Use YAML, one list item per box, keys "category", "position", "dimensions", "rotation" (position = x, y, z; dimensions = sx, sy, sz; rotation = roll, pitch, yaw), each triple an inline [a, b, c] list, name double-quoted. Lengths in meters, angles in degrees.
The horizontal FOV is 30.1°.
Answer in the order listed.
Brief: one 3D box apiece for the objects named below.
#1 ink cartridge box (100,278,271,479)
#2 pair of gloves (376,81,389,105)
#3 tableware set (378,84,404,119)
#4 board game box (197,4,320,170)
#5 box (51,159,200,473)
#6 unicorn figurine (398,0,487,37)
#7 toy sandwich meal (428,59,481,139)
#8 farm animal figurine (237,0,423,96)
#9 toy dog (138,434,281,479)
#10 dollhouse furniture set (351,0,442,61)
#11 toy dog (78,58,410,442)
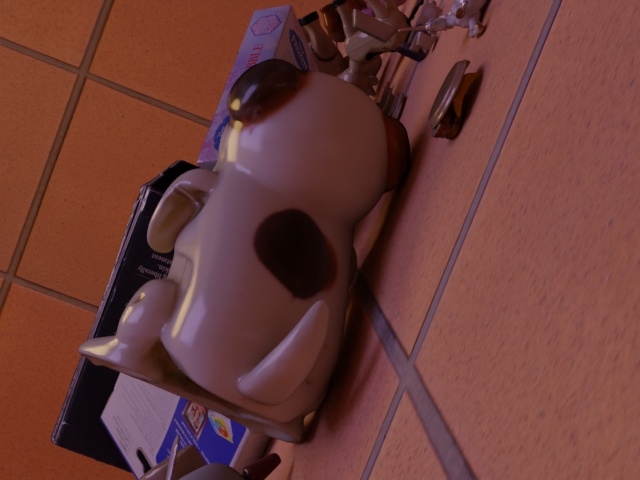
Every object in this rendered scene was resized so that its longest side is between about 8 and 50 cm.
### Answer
- category: "ink cartridge box"
  position: [-0.206, 0.270, 1.821]
  dimensions: [0.303, 0.072, 0.307]
  rotation: [50, 132, 32]
- category: "pair of gloves"
  position: [0.089, -0.196, 1.835]
  dimensions: [0.083, 0.010, 0.074]
  rotation: [116, 171, -56]
- category: "tableware set"
  position: [0.082, -0.151, 1.706]
  dimensions: [0.168, 0.020, 0.141]
  rotation: [-104, 35, -79]
- category: "board game box"
  position: [-0.051, -0.117, 1.730]
  dimensions: [0.318, 0.066, 0.318]
  rotation: [65, -150, -42]
- category: "box"
  position: [-0.240, 0.138, 2.184]
  dimensions: [0.480, 0.297, 0.472]
  rotation: [-89, 22, -81]
- category: "unicorn figurine"
  position: [0.161, -0.267, 1.302]
  dimensions: [0.162, 0.060, 0.111]
  rotation: [-51, 11, 15]
- category: "toy sandwich meal"
  position: [0.136, -0.143, 1.210]
  dimensions: [0.085, 0.029, 0.085]
  rotation: [-155, 90, -85]
- category: "farm animal figurine"
  position: [0.021, -0.295, 1.949]
  dimensions: [0.327, 0.172, 0.330]
  rotation: [-28, 9, 1]
- category: "toy dog"
  position: [-0.118, 0.311, 1.339]
  dimensions: [0.161, 0.220, 0.333]
  rotation: [-37, 18, 3]
- category: "dollhouse furniture set"
  position: [0.106, -0.307, 1.598]
  dimensions: [0.091, 0.114, 0.081]
  rotation: [157, 138, -84]
- category: "toy dog"
  position: [-0.067, -0.007, 1.379]
  dimensions: [0.395, 0.284, 0.408]
  rotation: [144, 147, -73]
